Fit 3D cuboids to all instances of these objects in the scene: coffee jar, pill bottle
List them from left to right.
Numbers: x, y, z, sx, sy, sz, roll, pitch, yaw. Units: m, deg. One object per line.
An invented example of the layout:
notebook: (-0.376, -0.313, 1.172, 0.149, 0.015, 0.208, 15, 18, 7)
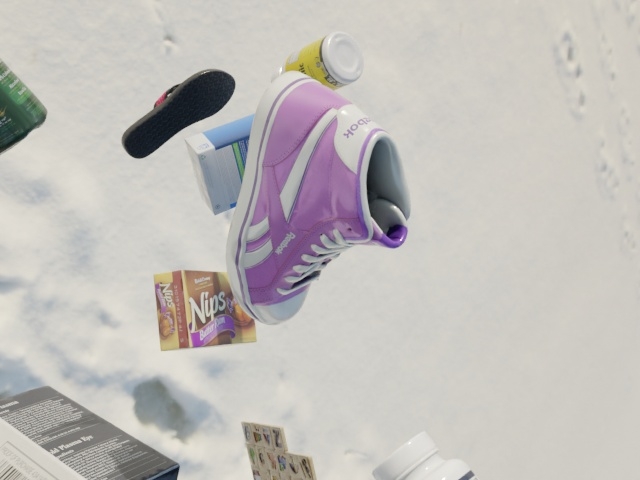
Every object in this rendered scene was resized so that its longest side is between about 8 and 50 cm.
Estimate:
coffee jar: (-0.387, -0.180, 0.918, 0.184, 0.096, 0.079, 56, 20, -25)
pill bottle: (-0.007, -0.211, 1.066, 0.065, 0.116, 0.065, 11, 74, -40)
pill bottle: (0.128, 0.275, 0.838, 0.094, 0.169, 0.094, -34, 161, -14)

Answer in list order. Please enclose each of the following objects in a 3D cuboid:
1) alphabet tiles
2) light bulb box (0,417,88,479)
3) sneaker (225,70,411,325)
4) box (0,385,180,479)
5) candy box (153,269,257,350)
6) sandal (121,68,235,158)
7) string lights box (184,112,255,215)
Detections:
alphabet tiles: (-0.059, 0.399, 1.403, 0.009, 0.237, 0.198, -12, 89, -30)
light bulb box: (-0.236, 0.385, 0.770, 0.225, 0.358, 0.361, -44, 123, -27)
sneaker: (-0.001, 0.000, 0.811, 0.102, 0.161, 0.282, -31, 143, -38)
box: (-0.423, 0.461, 1.373, 0.179, 0.312, 0.343, -12, 120, -58)
candy box: (-0.163, 0.100, 1.239, 0.186, 0.053, 0.109, 11, 71, -66)
sandal: (-0.198, -0.181, 1.173, 0.179, 0.040, 0.067, -36, 133, -7)
string lights box: (-0.102, -0.160, 1.568, 0.259, 0.077, 0.133, -23, 126, -17)
